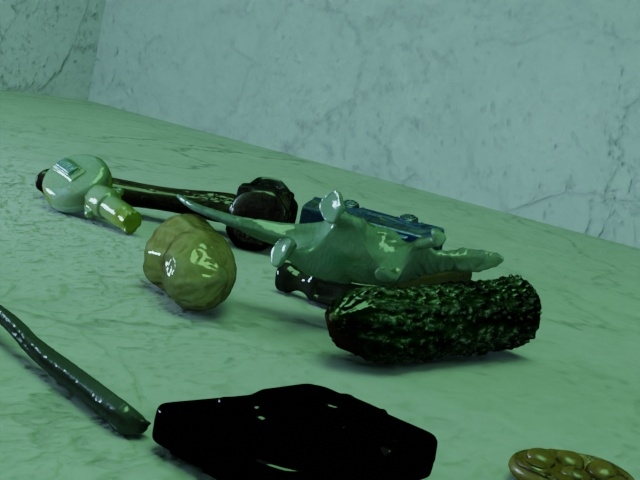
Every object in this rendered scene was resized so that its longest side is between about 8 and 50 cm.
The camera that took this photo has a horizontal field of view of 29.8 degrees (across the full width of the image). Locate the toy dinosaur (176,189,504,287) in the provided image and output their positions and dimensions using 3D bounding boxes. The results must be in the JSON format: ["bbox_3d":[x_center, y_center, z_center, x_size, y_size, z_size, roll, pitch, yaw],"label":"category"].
[{"bbox_3d":[0.000,0.000,1.379,0.392,0.092,0.205,3,-6,25],"label":"toy dinosaur"}]

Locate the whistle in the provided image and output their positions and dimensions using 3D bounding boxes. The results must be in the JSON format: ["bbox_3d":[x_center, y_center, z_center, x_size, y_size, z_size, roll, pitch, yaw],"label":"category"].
[{"bbox_3d":[-0.334,-0.069,1.776,0.104,0.057,0.198,-37,46,-24],"label":"whistle"}]

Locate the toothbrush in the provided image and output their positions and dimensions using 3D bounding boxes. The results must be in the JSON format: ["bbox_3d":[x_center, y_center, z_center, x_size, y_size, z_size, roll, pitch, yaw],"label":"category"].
[{"bbox_3d":[-0.227,0.099,0.998,0.030,0.031,0.297,16,4,-43],"label":"toothbrush"}]

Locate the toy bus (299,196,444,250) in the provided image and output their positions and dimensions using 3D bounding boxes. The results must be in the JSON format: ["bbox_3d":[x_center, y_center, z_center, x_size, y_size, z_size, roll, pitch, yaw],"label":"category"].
[{"bbox_3d":[0.080,-0.007,1.996,0.236,0.079,0.094,15,25,19],"label":"toy bus"}]

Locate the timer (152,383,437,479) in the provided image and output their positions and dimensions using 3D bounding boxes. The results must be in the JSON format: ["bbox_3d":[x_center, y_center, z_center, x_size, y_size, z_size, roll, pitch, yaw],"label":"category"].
[{"bbox_3d":[-0.015,0.144,0.902,0.144,0.055,0.187,20,12,39],"label":"timer"}]

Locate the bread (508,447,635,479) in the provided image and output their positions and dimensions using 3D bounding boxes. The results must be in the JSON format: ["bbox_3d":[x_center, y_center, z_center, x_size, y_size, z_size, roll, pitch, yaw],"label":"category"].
[{"bbox_3d":[0.207,0.195,0.980,0.110,0.024,0.110,10,9,-2],"label":"bread"}]

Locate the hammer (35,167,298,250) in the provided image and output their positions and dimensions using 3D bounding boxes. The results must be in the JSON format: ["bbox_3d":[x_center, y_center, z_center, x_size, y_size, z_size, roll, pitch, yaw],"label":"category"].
[{"bbox_3d":[-0.242,-0.061,1.907,0.408,0.095,0.242,7,8,0],"label":"hammer"}]

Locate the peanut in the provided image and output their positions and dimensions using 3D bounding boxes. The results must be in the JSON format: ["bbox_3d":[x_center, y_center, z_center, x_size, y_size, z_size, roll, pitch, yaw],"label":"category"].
[{"bbox_3d":[-0.151,0.024,1.390,0.098,0.090,0.214,-2,11,-17],"label":"peanut"}]

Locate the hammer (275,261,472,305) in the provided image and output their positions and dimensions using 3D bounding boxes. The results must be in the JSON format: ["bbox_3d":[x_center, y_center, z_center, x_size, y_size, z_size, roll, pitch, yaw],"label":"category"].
[{"bbox_3d":[0.111,0.057,1.693,0.168,0.044,0.440,15,9,26],"label":"hammer"}]

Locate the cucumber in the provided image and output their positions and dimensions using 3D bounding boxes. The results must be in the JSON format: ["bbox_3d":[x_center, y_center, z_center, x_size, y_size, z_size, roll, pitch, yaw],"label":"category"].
[{"bbox_3d":[0.125,0.091,1.345,0.096,0.096,0.359,18,13,37],"label":"cucumber"}]

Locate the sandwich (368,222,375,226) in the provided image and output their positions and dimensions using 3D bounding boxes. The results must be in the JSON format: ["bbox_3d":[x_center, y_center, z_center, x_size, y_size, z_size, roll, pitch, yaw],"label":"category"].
[{"bbox_3d":[0.078,0.031,1.822,0.074,0.074,0.116,1,29,-49],"label":"sandwich"}]
